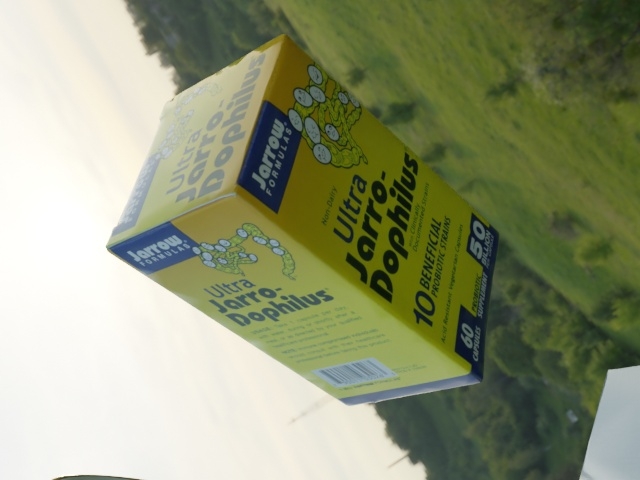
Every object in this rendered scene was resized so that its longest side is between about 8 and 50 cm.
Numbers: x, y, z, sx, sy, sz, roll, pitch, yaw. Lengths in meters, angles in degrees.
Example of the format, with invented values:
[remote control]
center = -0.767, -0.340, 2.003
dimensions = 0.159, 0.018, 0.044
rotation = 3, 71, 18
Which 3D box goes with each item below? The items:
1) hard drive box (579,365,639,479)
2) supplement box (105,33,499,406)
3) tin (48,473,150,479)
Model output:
[hard drive box]
center = 0.195, 0.172, 0.316
dimensions = 0.232, 0.181, 0.089
rotation = 29, 156, -16
[supplement box]
center = 0.000, 0.000, 0.910
dimensions = 0.357, 0.195, 0.194
rotation = 37, -130, -32
[tin]
center = -0.097, 0.184, 0.576
dimensions = 0.106, 0.190, 0.040
rotation = 75, -157, -79
